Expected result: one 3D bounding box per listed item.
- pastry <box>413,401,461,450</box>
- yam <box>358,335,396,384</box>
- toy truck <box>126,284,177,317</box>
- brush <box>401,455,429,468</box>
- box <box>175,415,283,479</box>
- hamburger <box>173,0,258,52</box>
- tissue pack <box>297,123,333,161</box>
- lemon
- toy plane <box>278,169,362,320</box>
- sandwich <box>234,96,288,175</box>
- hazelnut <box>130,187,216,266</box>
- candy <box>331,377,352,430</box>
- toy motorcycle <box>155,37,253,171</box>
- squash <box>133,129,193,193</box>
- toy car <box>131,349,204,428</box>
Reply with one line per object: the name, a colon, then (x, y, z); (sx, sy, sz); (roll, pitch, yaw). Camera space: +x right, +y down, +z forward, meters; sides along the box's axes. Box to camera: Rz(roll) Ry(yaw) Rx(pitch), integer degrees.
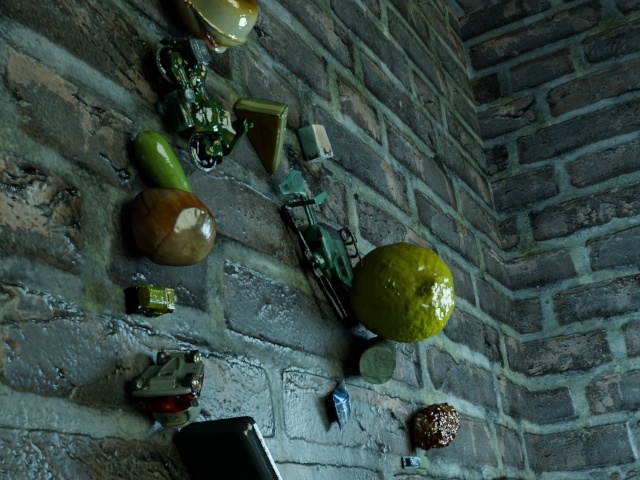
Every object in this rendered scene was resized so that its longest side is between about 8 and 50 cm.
pastry: (0.332, 0.532, 2.339); (0.208, 0.097, 0.115); (-17, 96, -64)
yam: (0.150, 0.304, 2.108); (0.259, 0.106, 0.106); (7, 67, -86)
toy truck: (-0.287, 0.102, 1.395); (0.083, 0.054, 0.049); (19, 57, -61)
brush: (0.271, 0.610, 2.250); (0.178, 0.030, 0.033); (24, 43, -58)
box: (-0.138, 0.408, 1.386); (0.050, 0.160, 0.230); (-44, 115, -55)
hamburger: (-0.238, -0.527, 1.781); (0.237, 0.147, 0.236); (47, 25, -30)
tissue pack: (-0.015, -0.259, 2.165); (0.074, 0.059, 0.094); (-15, 88, -63)
lemon: (0.206, 0.136, 2.115); (0.268, 0.268, 0.322); (71, -18, -6)
toy plane: (0.000, 0.000, 2.000); (0.155, 0.106, 0.381); (-40, 117, -50)
sandwich: (-0.147, -0.249, 1.941); (0.079, 0.114, 0.163); (-67, 169, -55)
hazelnut: (-0.268, -0.026, 1.446); (0.150, 0.150, 0.150); (42, 39, -48)
candy: (0.053, 0.386, 1.934); (0.136, 0.038, 0.088); (-37, 111, -73)
toy motorcycle: (-0.240, -0.281, 1.656); (0.187, 0.125, 0.274); (-28, 101, -55)
squash: (-0.286, -0.116, 1.524); (0.201, 0.066, 0.066); (64, 26, -25)
toy car: (-0.239, 0.254, 1.358); (0.139, 0.112, 0.112); (-68, 151, -66)
